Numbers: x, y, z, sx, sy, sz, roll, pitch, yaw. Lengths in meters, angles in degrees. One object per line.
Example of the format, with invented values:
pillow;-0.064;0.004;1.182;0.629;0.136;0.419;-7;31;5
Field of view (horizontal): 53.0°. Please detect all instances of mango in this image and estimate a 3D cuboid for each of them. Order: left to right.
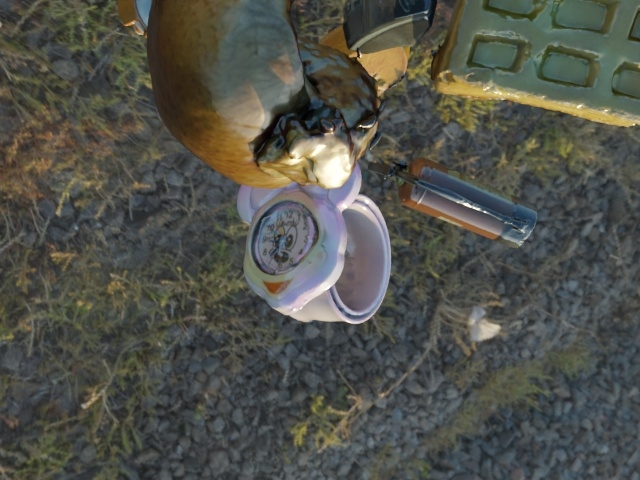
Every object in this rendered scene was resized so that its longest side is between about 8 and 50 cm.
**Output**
mango;0.068;-0.317;1.130;0.252;0.154;0.126;-52;134;-26

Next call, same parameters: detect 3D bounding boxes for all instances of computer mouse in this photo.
computer mouse;0.082;-0.340;0.918;0.071;0.231;0.126;-2;99;-30

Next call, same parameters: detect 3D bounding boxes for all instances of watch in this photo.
watch;0.000;0.000;0.963;0.218;0.211;0.248;24;68;-52

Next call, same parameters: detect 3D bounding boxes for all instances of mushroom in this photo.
mushroom;-0.067;-0.163;0.647;0.195;0.283;0.263;-31;145;-23

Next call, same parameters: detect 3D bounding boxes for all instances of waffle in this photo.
waffle;0.323;-0.335;0.828;0.304;0.077;0.348;14;108;4

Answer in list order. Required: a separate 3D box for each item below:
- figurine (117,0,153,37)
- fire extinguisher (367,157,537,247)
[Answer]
figurine;-0.263;-0.413;1.140;0.143;0.271;0.143;-17;116;-39
fire extinguisher;0.294;-0.104;1.394;0.376;0.200;0.113;21;76;-8
